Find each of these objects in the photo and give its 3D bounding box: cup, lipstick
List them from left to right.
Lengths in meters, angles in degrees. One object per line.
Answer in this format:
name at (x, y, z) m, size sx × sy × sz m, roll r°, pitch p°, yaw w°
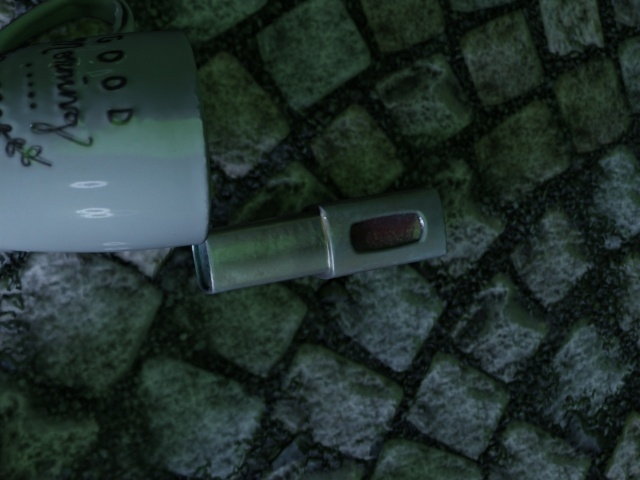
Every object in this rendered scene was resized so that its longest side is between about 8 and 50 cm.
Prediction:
cup at (-0.228, -0.110, 0.745) m, size 0.234 × 0.186 × 0.258 m, roll -5°, pitch 63°, yaw -14°
lipstick at (0.000, 0.000, 0.875) m, size 0.252 × 0.077 × 0.079 m, roll -9°, pitch 94°, yaw -21°
